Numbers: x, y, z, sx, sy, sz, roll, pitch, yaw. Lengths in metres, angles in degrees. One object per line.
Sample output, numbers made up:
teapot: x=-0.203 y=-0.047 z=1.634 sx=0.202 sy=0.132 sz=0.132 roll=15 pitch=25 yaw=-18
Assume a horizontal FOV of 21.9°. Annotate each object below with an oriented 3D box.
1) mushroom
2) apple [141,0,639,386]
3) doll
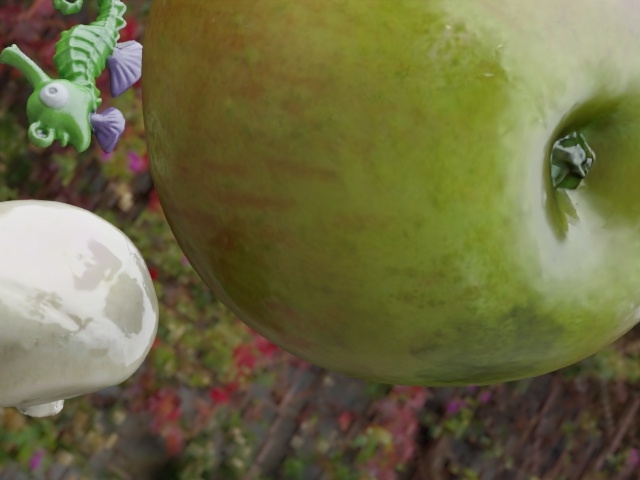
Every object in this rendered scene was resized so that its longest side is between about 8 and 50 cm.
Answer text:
mushroom: x=-0.278 y=0.077 z=1.609 sx=0.246 sy=0.246 sz=0.202 roll=21 pitch=-53 yaw=27
apple: x=0.065 y=-0.075 z=0.979 sx=0.340 sy=0.339 sz=0.339 roll=28 pitch=-23 yaw=13
doll: x=-0.203 y=-0.149 z=1.370 sx=0.115 sy=0.190 sz=0.050 roll=28 pitch=-37 yaw=-19
